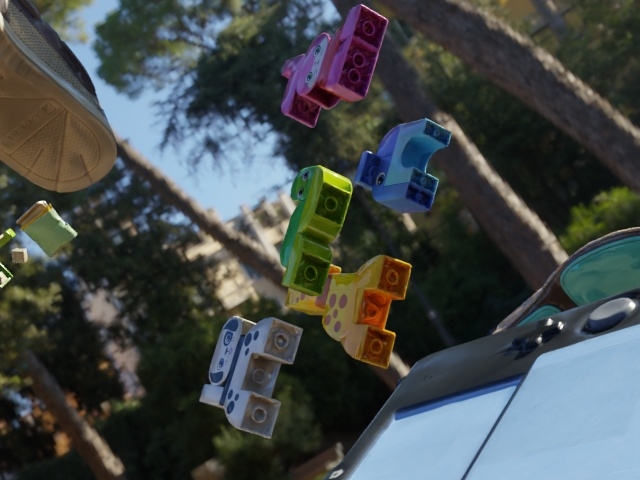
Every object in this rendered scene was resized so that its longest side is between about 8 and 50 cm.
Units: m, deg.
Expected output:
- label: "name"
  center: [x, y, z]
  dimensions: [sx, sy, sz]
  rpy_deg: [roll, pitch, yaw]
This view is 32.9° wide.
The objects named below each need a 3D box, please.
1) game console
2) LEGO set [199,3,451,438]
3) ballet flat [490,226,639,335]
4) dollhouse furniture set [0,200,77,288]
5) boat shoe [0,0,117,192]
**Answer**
- label: "game console"
  center: [0.133, 0.150, 0.773]
  dimensions: [0.342, 0.060, 0.386]
  rpy_deg: [-18, 14, 36]
- label: "LEGO set"
  center: [0.000, 0.000, 0.599]
  dimensions: [0.087, 0.227, 0.093]
  rpy_deg: [24, -15, -29]
- label: "ballet flat"
  center: [0.336, 0.070, 1.418]
  dimensions: [0.316, 0.107, 0.106]
  rpy_deg: [-39, 2, 30]
- label: "dollhouse furniture set"
  center: [-0.446, 0.014, 1.618]
  dimensions: [0.152, 0.076, 0.058]
  rpy_deg: [-38, 9, 18]
- label: "boat shoe"
  center: [-0.260, -0.152, 0.799]
  dimensions: [0.103, 0.092, 0.285]
  rpy_deg: [-36, -54, 11]
